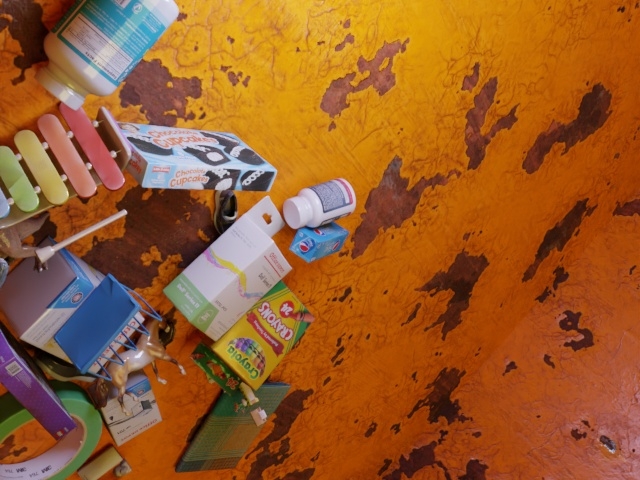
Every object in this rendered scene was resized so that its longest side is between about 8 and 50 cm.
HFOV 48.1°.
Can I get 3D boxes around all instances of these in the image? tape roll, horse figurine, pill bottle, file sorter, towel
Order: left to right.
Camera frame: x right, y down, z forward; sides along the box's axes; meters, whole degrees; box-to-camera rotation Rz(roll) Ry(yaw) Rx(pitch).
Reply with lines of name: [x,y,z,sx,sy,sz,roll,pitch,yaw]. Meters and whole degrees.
tape roll: [-0.702,0.490,1.760,0.321,0.077,0.321,-27,138,-27]
pill bottle: [-0.387,-0.360,1.277,0.264,0.146,0.146,-49,143,1]
file sorter: [-0.425,0.180,1.456,0.170,0.118,0.104,-50,147,-4]
horse figurine: [-0.458,0.318,1.789,0.263,0.066,0.175,-34,115,-26]
towel: [-0.281,0.593,2.304,0.271,0.040,0.370,18,110,-50]
pill bottle: [-0.005,-0.095,1.921,0.180,0.108,0.108,-20,134,-33]

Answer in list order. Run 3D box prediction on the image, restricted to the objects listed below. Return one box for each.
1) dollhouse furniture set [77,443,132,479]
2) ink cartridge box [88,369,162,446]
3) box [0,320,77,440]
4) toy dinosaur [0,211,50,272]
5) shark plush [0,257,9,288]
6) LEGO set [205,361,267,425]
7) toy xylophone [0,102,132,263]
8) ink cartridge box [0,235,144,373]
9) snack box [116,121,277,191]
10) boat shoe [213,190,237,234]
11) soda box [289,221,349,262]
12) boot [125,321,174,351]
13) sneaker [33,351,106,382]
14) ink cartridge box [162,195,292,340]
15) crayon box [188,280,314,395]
dollhouse furniture set: [-0.615,0.668,2.042,0.144,0.123,0.151,-36,106,-17]
ink cartridge box: [-0.512,0.433,1.896,0.139,0.082,0.191,-29,137,-24]
box: [-0.642,0.281,1.534,0.057,0.201,0.293,-35,140,-18]
toy dinosaur: [-0.645,0.000,1.361,0.295,0.127,0.200,-35,134,-27]
shark plush: [-0.614,0.104,1.304,0.073,0.067,0.161,30,87,-53]
LEGO set: [-0.259,0.426,2.101,0.107,0.132,0.287,-26,115,-20]
toy xylophone: [-0.497,-0.109,1.343,0.322,0.236,0.081,-38,174,-21]
ink cartridge box: [-0.537,0.144,1.545,0.171,0.168,0.233,-47,143,-5]
snack box: [-0.272,-0.175,1.519,0.321,0.187,0.060,-2,123,-44]
boat shoe: [-0.231,-0.065,1.769,0.056,0.049,0.152,-28,139,-27]
soda box: [0.000,0.000,1.983,0.067,0.071,0.210,-63,162,19]
boot: [-0.441,0.254,1.852,0.114,0.037,0.107,9,113,-43]
sneaker: [-0.571,0.261,1.684,0.118,0.083,0.222,-54,161,-2]
ink cartridge box: [-0.203,0.074,1.829,0.353,0.119,0.207,-44,157,-7]
crayon box: [-0.184,0.266,1.982,0.319,0.081,0.202,-50,124,-16]
